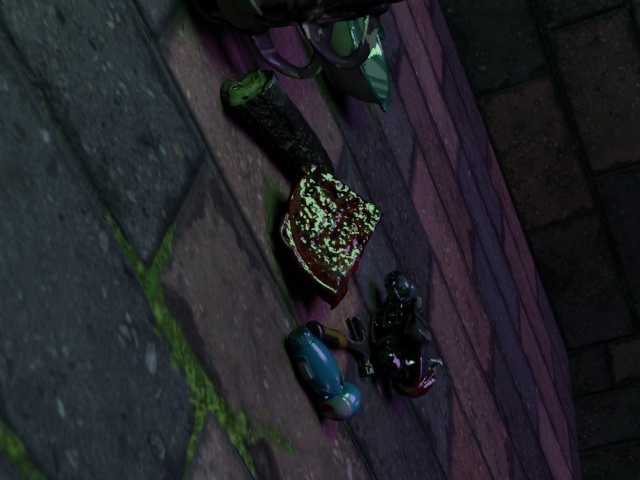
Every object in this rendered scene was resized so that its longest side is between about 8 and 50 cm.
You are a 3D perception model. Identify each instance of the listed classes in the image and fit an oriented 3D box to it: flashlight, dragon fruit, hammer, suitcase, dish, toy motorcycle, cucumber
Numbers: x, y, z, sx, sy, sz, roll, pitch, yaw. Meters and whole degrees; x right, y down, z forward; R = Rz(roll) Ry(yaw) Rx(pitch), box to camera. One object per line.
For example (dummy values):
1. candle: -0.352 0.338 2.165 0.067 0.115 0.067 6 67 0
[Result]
1. flashlight: 0.003 0.150 1.192 0.129 0.051 0.051 61 21 -23
2. dragon fruit: -0.001 0.002 1.280 0.127 0.121 0.161 35 -15 7
3. hammer: 0.024 0.121 1.319 0.201 0.021 0.078 33 43 -66
4. suitcase: -0.029 -0.363 1.254 0.351 0.193 0.339 -24 108 -55
5. dish: 0.045 -0.306 1.670 0.246 0.078 0.224 -71 141 -60
6. toy motorcycle: 0.124 0.138 1.507 0.213 0.082 0.122 -79 147 -53
7. cucumber: -0.042 -0.131 1.286 0.245 0.067 0.067 48 31 -58
